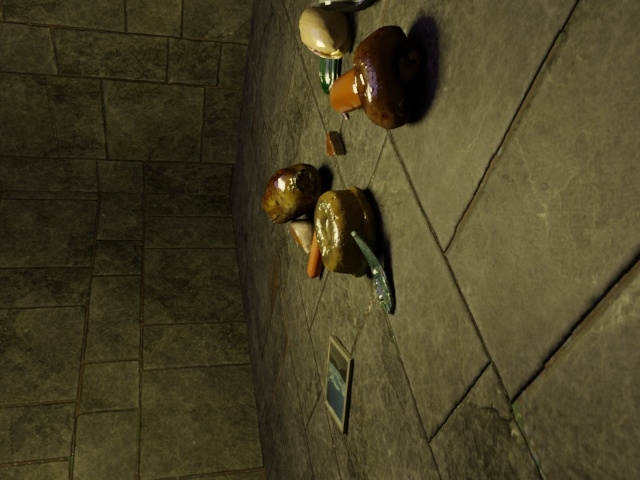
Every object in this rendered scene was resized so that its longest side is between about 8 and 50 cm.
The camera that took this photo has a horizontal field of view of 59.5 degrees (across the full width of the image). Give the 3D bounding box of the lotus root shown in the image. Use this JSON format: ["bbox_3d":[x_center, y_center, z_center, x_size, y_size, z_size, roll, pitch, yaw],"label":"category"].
[{"bbox_3d":[-0.104,-0.171,2.014,0.179,0.196,0.397,53,161,-2],"label":"lotus root"}]

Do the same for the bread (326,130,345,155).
[{"bbox_3d":[0.045,-0.295,1.784,0.062,0.043,0.108,112,152,-50],"label":"bread"}]

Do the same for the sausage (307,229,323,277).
[{"bbox_3d":[0.000,0.000,1.924,0.053,0.053,0.347,-109,25,-49],"label":"sausage"}]

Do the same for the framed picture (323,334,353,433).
[{"bbox_3d":[0.059,0.454,1.789,0.189,0.023,0.259,-139,51,-66],"label":"framed picture"}]

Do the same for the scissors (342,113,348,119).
[{"bbox_3d":[0.071,-0.414,1.745,0.113,0.012,0.039,-113,28,-53],"label":"scissors"}]

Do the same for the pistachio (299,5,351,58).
[{"bbox_3d":[0.015,-0.642,1.705,0.145,0.117,0.200,-45,54,8],"label":"pistachio"}]

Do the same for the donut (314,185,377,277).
[{"bbox_3d":[0.067,-0.033,1.558,0.261,0.128,0.208,-109,25,-44],"label":"donut"}]

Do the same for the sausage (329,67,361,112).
[{"bbox_3d":[0.093,-0.409,1.516,0.274,0.105,0.105,-163,73,-73],"label":"sausage"}]

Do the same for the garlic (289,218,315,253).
[{"bbox_3d":[-0.074,-0.021,2.133,0.198,0.091,0.128,-172,70,-69],"label":"garlic"}]

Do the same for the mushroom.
[{"bbox_3d":[0.140,-0.367,1.280,0.194,0.138,0.231,140,128,-70],"label":"mushroom"}]

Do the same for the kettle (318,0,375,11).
[{"bbox_3d":[0.084,-0.730,1.479,0.221,0.161,0.236,17,110,41],"label":"kettle"}]

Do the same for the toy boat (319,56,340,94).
[{"bbox_3d":[0.030,-0.580,1.815,0.104,0.052,0.210,20,112,51],"label":"toy boat"}]

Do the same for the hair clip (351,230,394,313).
[{"bbox_3d":[0.137,0.077,1.420,0.229,0.036,0.066,67,159,8],"label":"hair clip"}]
